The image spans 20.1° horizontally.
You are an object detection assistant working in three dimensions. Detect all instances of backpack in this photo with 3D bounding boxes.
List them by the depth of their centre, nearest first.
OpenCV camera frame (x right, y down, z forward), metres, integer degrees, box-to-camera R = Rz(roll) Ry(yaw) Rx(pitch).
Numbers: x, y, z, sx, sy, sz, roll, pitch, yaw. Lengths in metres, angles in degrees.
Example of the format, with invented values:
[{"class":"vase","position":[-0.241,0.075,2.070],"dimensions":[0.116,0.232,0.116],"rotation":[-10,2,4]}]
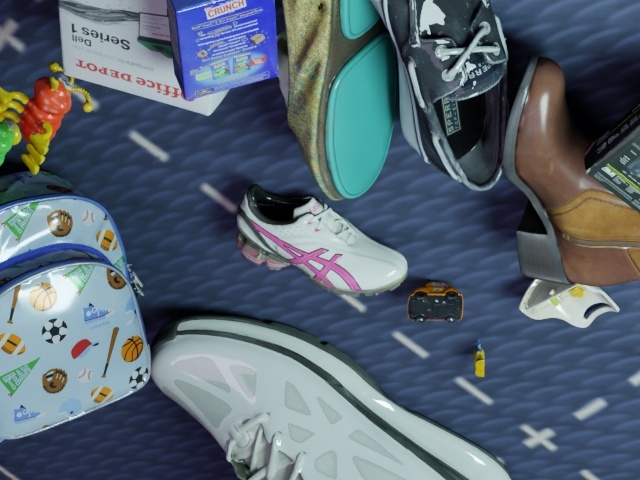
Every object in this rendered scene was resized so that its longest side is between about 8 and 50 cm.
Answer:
[{"class":"backpack","position":[-0.313,0.067,1.916],"dimensions":[0.213,0.276,0.263],"rotation":[18,126,55]}]

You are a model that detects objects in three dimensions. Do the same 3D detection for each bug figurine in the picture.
[{"class":"bug figurine","position":[-0.347,-0.170,1.802],"dimensions":[0.279,0.072,0.216],"rotation":[52,138,11]}]

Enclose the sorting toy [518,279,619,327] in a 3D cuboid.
[{"class":"sorting toy","position":[0.253,0.057,1.783],"dimensions":[0.075,0.045,0.083],"rotation":[37,137,-21]}]

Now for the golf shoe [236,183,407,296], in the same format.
[{"class":"golf shoe","position":[0.000,0.000,1.835],"dimensions":[0.186,0.067,0.086],"rotation":[16,136,13]}]

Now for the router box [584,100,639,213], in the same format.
[{"class":"router box","position":[0.300,-0.063,1.545],"dimensions":[0.122,0.038,0.092],"rotation":[36,124,-19]}]

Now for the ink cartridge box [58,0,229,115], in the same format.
[{"class":"ink cartridge box","position":[-0.154,-0.237,1.660],"dimensions":[0.160,0.092,0.219],"rotation":[16,137,13]}]

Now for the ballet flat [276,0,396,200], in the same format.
[{"class":"ballet flat","position":[0.005,-0.192,1.621],"dimensions":[0.123,0.123,0.348],"rotation":[14,136,15]}]

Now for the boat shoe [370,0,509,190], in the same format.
[{"class":"boat shoe","position":[0.113,-0.164,1.558],"dimensions":[0.102,0.108,0.301],"rotation":[50,158,41]}]

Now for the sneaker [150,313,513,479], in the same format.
[{"class":"sneaker","position":[-0.017,0.267,1.966],"dimensions":[0.447,0.257,0.169],"rotation":[28,138,0]}]

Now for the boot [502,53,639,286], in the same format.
[{"class":"boot","position":[0.310,-0.050,1.609],"dimensions":[0.280,0.096,0.264],"rotation":[5,128,19]}]

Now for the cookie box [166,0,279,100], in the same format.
[{"class":"cookie box","position":[-0.086,-0.184,1.593],"dimensions":[0.092,0.040,0.107],"rotation":[-16,140,-13]}]

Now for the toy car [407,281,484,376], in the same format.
[{"class":"toy car","position":[0.130,0.089,1.875],"dimensions":[0.060,0.040,0.122],"rotation":[-15,124,11]}]
